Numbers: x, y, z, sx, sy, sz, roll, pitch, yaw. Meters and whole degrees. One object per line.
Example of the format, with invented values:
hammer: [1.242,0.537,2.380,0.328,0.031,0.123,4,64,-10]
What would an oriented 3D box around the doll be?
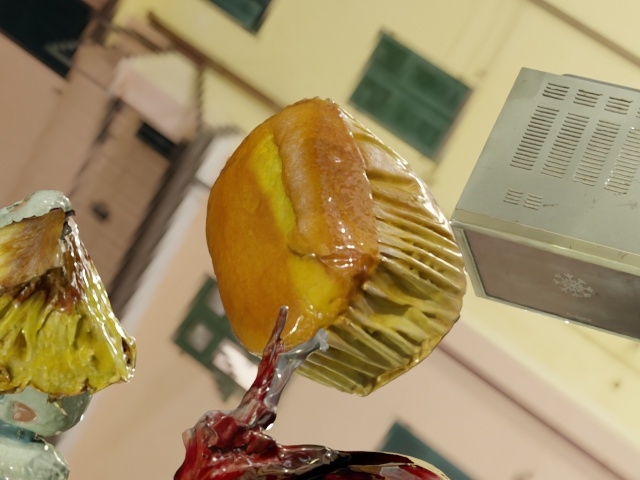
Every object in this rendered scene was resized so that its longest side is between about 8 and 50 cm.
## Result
doll: [-0.194,0.068,1.233,0.071,0.103,0.214,-40,-43,-68]

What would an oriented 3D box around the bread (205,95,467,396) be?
bread: [0.000,0.000,1.740,0.204,0.288,0.156,-38,-48,21]

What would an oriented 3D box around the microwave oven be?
microwave oven: [0.258,-0.024,1.532,0.194,0.240,0.145,-62,-29,-25]

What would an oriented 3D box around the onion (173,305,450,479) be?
onion: [-0.034,0.194,1.084,0.273,0.285,0.273,-20,-4,-1]

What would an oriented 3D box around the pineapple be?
pineapple: [-0.157,0.033,1.025,0.116,0.137,0.069,-57,22,34]
